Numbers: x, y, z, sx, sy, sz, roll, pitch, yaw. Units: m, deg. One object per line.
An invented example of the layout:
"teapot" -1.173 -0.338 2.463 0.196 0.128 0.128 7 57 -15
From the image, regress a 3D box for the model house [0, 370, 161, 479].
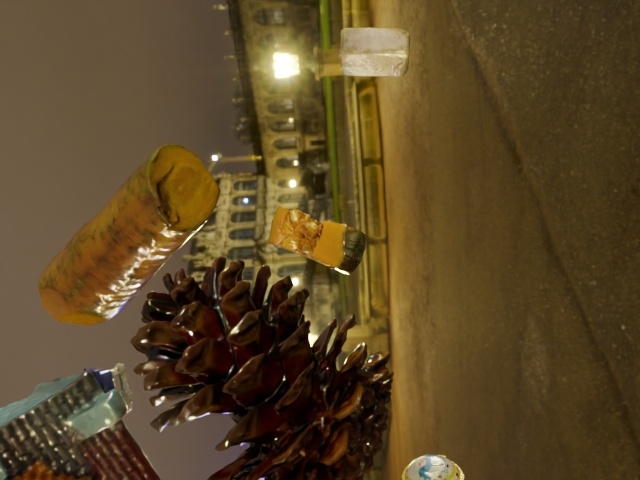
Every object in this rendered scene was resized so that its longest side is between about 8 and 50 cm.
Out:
"model house" -0.457 0.451 1.013 0.360 0.339 0.297 62 -177 -11

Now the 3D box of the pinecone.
"pinecone" -0.069 0.146 0.578 0.292 0.246 0.246 42 174 6

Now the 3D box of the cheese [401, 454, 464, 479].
"cheese" 0.272 0.603 1.377 0.250 0.157 0.064 -48 -50 -66

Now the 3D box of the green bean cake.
"green bean cake" 0.140 -0.486 1.450 0.109 0.179 0.085 62 -149 -72

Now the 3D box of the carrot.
"carrot" -0.250 0.010 0.711 0.114 0.302 0.114 35 -146 -28

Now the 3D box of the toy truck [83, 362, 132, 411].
"toy truck" -0.690 0.502 1.772 0.161 0.177 0.213 -8 93 53

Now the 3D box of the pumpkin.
"pumpkin" 0.000 0.001 1.693 0.190 0.281 0.139 13 84 70
